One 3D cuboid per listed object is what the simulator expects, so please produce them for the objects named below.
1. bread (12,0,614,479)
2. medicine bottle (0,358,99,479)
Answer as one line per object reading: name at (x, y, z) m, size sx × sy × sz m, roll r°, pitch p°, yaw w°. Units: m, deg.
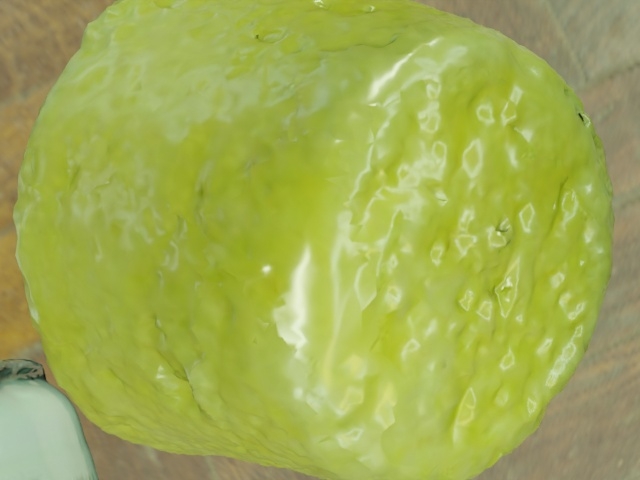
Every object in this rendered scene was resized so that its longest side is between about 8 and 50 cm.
bread at (0.000, 0.000, 1.246) m, size 0.308 × 0.348 × 0.348 m, roll 18°, pitch 76°, yaw 44°
medicine bottle at (-0.086, 0.119, 0.343) m, size 0.135 × 0.135 × 0.168 m, roll -17°, pitch 83°, yaw 1°
